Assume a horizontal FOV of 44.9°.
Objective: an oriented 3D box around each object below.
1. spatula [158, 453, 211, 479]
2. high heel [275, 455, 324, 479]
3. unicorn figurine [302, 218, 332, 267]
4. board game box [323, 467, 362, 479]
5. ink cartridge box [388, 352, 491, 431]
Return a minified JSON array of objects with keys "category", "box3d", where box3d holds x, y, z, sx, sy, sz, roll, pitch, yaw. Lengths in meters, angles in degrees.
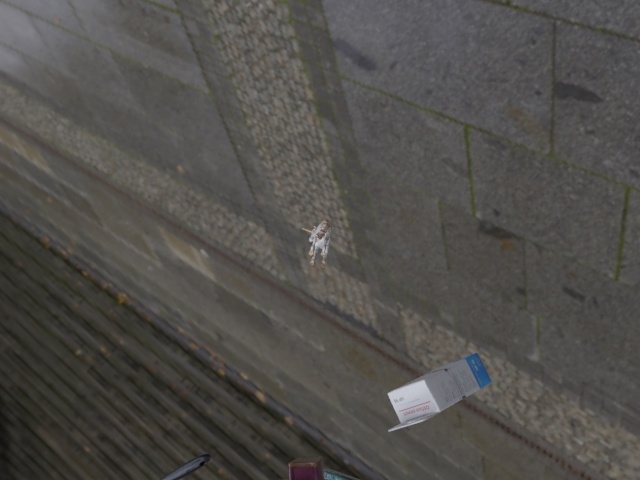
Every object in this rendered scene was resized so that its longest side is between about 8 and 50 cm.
[{"category":"spatula","box3d":[-0.336,0.507,1.540,0.084,0.296,0.030,41,-167,-51]},{"category":"high heel","box3d":[-0.060,0.506,1.364,0.127,0.181,0.377,-7,175,23]},{"category":"unicorn figurine","box3d":[0.000,0.000,1.753,0.060,0.111,0.162,18,154,-13]},{"category":"board game box","box3d":[0.087,0.533,1.681,0.186,0.026,0.126,13,165,18]},{"category":"ink cartridge box","box3d":[0.193,0.259,1.331,0.104,0.180,0.060,-35,76,49]}]
